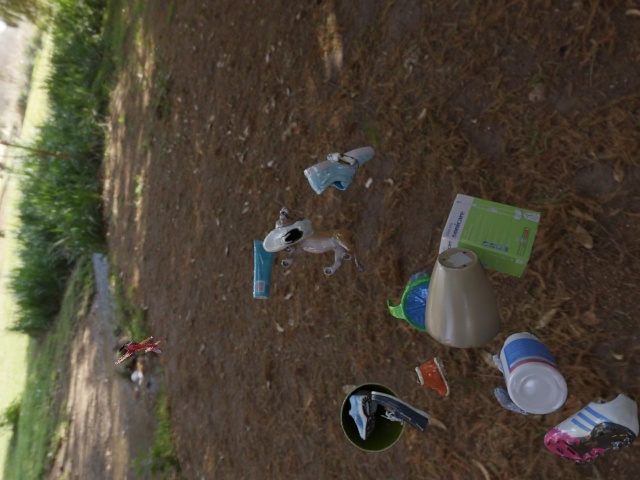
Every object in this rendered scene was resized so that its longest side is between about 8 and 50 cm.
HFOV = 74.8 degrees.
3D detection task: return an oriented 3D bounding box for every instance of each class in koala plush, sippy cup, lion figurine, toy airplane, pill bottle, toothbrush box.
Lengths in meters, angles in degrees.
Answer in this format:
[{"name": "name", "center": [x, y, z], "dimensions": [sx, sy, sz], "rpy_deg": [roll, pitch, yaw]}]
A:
[{"name": "koala plush", "center": [0.664, 0.424, 1.355], "dimensions": [0.222, 0.196, 0.203], "rpy_deg": [63, 166, -2]}, {"name": "sippy cup", "center": [0.457, 0.238, 1.792], "dimensions": [0.224, 0.305, 0.240], "rpy_deg": [-60, -14, -75]}, {"name": "lion figurine", "center": [0.000, 0.000, 1.537], "dimensions": [0.391, 0.240, 0.142], "rpy_deg": [14, 129, 14]}, {"name": "toy airplane", "center": [-0.530, 0.317, 1.237], "dimensions": [0.151, 0.151, 0.028], "rpy_deg": [14, 118, 52]}, {"name": "pill bottle", "center": [0.512, 0.311, 1.027], "dimensions": [0.124, 0.221, 0.125], "rpy_deg": [4, 103, 16]}, {"name": "toothbrush box", "center": [0.587, -0.022, 1.463], "dimensions": [0.282, 0.122, 0.206], "rpy_deg": [17, 61, 20]}]

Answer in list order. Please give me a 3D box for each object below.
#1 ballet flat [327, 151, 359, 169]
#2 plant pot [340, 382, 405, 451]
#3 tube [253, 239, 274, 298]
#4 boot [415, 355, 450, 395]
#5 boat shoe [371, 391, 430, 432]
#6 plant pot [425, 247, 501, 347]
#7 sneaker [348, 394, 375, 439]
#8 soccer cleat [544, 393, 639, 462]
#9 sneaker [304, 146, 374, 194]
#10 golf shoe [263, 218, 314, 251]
[{"name": "ballet flat", "center": [0.071, -0.260, 1.331], "dimensions": [0.114, 0.041, 0.041], "rpy_deg": [23, 100, 20]}, {"name": "plant pot", "center": [0.219, 0.767, 1.895], "dimensions": [0.293, 0.274, 0.275], "rpy_deg": [94, 179, -79]}, {"name": "tube", "center": [-0.202, 0.100, 1.475], "dimensions": [0.052, 0.080, 0.207], "rpy_deg": [-31, 52, 59]}, {"name": "boot", "center": [0.321, 0.399, 1.199], "dimensions": [0.084, 0.158, 0.059], "rpy_deg": [-24, 33, 3]}, {"name": "boat shoe", "center": [0.292, 0.637, 1.555], "dimensions": [0.095, 0.254, 0.079], "rpy_deg": [-20, 42, 64]}, {"name": "plant pot", "center": [0.473, 0.171, 1.415], "dimensions": [0.256, 0.256, 0.274], "rpy_deg": [29, 139, 51]}, {"name": "sneaker", "center": [0.130, 0.563, 1.351], "dimensions": [0.073, 0.063, 0.162], "rpy_deg": [4, 110, 40]}, {"name": "soccer cleat", "center": [0.799, 0.551, 1.232], "dimensions": [0.116, 0.143, 0.331], "rpy_deg": [35, 145, 11]}, {"name": "sneaker", "center": [0.105, -0.310, 1.897], "dimensions": [0.150, 0.365, 0.135], "rpy_deg": [67, 160, -5]}, {"name": "golf shoe", "center": [-0.107, -0.010, 1.236], "dimensions": [0.176, 0.086, 0.069], "rpy_deg": [-26, 96, 22]}]
